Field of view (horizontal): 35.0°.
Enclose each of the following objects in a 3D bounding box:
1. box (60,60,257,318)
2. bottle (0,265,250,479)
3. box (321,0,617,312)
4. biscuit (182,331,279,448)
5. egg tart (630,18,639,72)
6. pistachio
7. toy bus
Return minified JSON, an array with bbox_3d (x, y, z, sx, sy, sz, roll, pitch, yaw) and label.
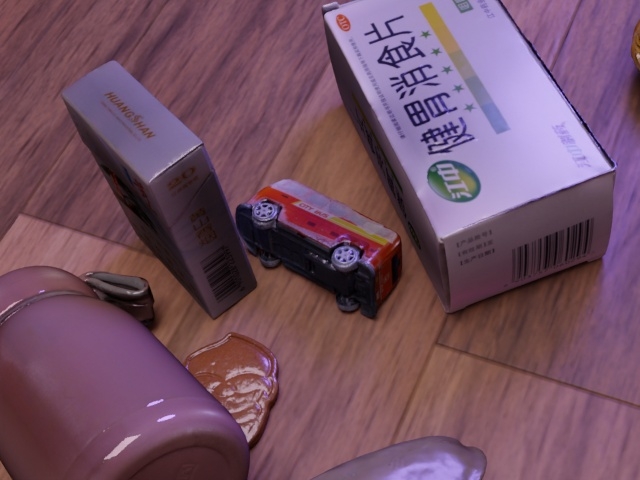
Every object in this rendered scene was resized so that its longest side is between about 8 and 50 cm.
[{"bbox_3d":[-0.148,-0.044,0.970,0.067,0.233,0.149,-40,58,-16],"label":"box"},{"bbox_3d":[-0.195,0.138,0.902,0.206,0.173,0.297,-26,41,-28],"label":"bottle"},{"bbox_3d":[0.138,-0.115,1.016,0.173,0.145,0.333,-20,56,-5],"label":"box"},{"bbox_3d":[-0.091,0.147,0.962,0.102,0.019,0.130,7,58,15],"label":"biscuit"},{"bbox_3d":[0.421,-0.198,1.059,0.191,0.074,0.191,-6,56,9],"label":"egg tart"},{"bbox_3d":[0.050,0.236,0.808,0.206,0.131,0.130,-24,98,-6],"label":"pistachio"},{"bbox_3d":[0.000,0.000,1.012,0.174,0.079,0.077,28,57,27],"label":"toy bus"}]
